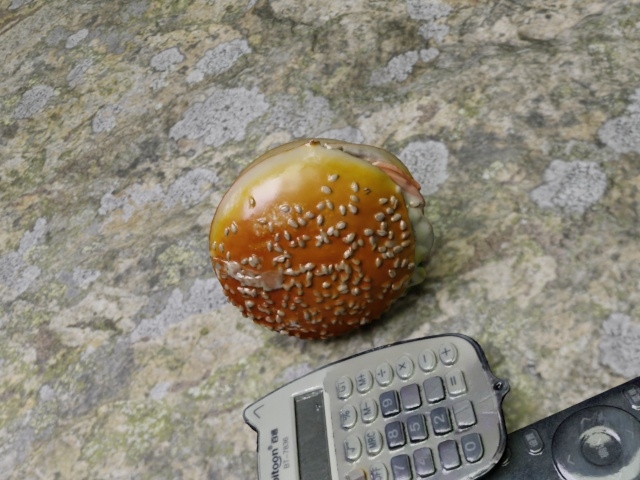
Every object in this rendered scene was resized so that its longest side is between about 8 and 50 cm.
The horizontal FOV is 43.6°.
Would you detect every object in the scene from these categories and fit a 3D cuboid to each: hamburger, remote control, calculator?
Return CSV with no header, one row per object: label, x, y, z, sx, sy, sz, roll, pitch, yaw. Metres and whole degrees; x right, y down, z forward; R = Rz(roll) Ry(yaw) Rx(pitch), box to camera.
hamburger,-0.002,-0.003,0.812,0.237,0.237,0.147,-32,35,0
remote control,0.316,0.150,0.675,0.377,0.044,0.107,-25,44,5
calculator,0.050,0.178,0.750,0.268,0.040,0.177,-23,43,17
